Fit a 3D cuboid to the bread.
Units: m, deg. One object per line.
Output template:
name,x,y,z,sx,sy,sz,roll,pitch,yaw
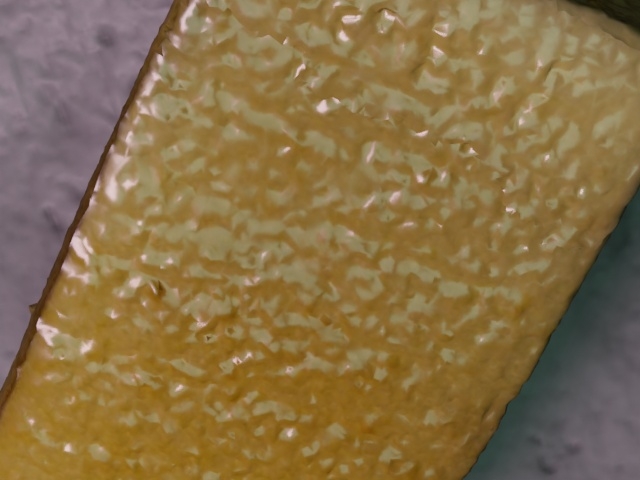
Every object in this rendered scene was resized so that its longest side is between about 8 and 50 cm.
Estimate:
bread,0.000,0.000,0.546,0.184,0.114,0.275,23,114,-10
